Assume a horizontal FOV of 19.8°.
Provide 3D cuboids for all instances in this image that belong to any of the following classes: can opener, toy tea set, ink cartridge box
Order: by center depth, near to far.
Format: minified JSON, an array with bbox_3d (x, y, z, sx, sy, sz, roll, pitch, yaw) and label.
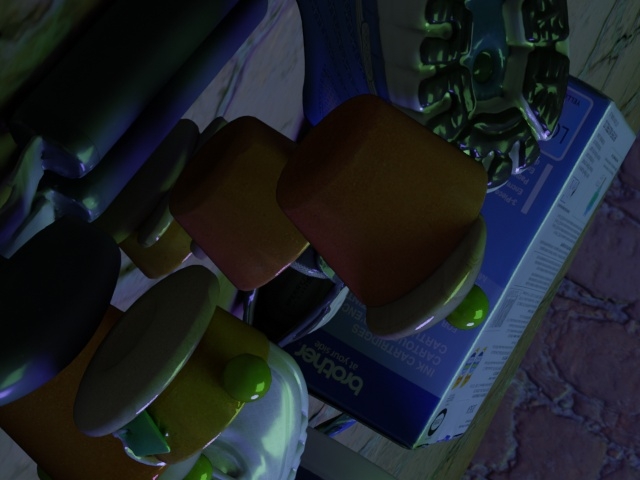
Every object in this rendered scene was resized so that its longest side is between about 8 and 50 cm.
[{"bbox_3d":[-0.099,-0.035,0.839,0.280,0.093,0.074,-58,167,-29],"label":"can opener"},{"bbox_3d":[-0.033,0.041,0.840,0.200,0.124,0.336,-56,-160,-17],"label":"toy tea set"},{"bbox_3d":[0.110,0.030,1.606,0.395,0.151,0.270,-62,166,4],"label":"ink cartridge box"}]

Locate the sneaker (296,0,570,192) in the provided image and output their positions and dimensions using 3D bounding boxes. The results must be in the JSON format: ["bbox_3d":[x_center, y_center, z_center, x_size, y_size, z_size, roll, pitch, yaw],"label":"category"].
[{"bbox_3d":[0.027,-0.190,0.832,0.130,0.147,0.330,-7,103,-44],"label":"sneaker"}]

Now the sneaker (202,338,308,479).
[{"bbox_3d":[-0.097,0.202,1.263,0.292,0.110,0.118,-63,180,8],"label":"sneaker"}]

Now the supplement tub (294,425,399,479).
[{"bbox_3d":[-0.052,0.325,1.457,0.325,0.235,0.235,-57,167,-14],"label":"supplement tub"}]

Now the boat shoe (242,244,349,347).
[{"bbox_3d":[-0.001,0.000,1.283,0.073,0.080,0.223,-53,171,-46],"label":"boat shoe"}]
